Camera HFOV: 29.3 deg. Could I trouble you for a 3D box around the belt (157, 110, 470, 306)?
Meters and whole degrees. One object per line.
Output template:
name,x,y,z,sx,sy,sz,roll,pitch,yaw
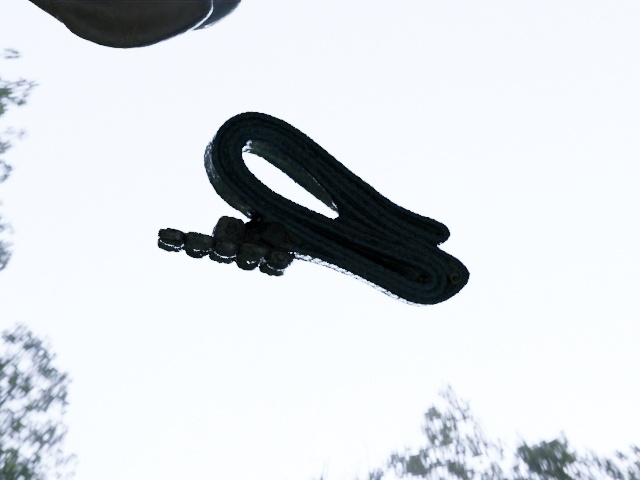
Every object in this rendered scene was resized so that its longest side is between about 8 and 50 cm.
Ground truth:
belt,0.001,-0.001,0.744,0.179,0.065,0.100,28,-101,-4

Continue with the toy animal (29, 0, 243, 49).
toy animal,-0.083,-0.250,0.826,0.357,0.194,0.258,-28,-75,37
